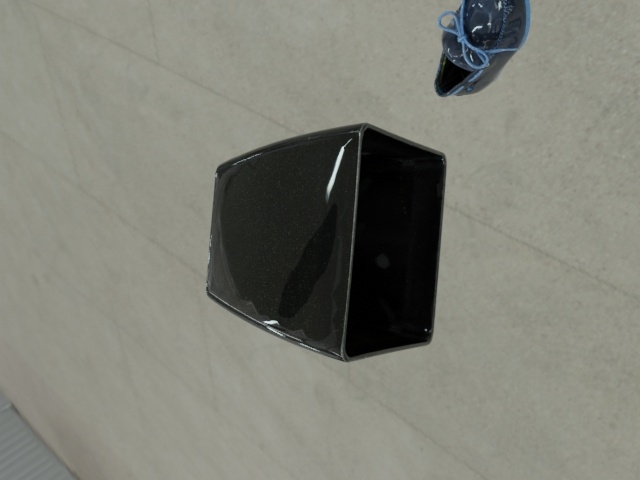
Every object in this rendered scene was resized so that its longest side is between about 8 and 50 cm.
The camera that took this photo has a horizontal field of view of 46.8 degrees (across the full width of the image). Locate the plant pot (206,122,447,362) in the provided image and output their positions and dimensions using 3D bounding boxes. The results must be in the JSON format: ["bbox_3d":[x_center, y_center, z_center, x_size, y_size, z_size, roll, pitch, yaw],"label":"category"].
[{"bbox_3d":[0.000,0.000,0.684,0.167,0.188,0.187,4,90,29],"label":"plant pot"}]

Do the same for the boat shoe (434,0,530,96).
[{"bbox_3d":[0.207,-0.255,0.977,0.109,0.089,0.258,59,171,21],"label":"boat shoe"}]
